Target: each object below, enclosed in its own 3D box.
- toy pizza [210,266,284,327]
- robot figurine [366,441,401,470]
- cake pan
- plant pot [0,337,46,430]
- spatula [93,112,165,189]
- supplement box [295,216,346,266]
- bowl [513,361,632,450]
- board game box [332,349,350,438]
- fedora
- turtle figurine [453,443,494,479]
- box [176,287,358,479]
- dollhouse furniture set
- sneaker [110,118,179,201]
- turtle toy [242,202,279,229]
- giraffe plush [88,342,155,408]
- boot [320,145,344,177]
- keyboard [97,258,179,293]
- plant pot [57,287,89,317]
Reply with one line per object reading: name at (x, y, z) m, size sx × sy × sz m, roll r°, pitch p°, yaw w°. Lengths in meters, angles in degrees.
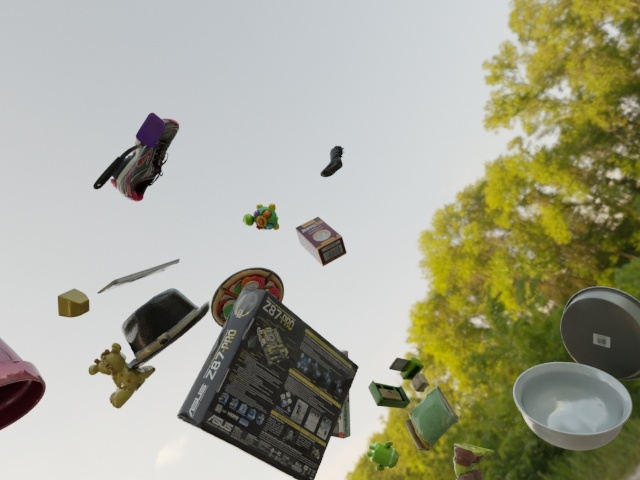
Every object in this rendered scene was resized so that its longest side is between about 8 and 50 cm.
toy pizza at (-0.182, 0.158, 1.368) m, size 0.201 × 0.032 × 0.201 m, roll -15°, pitch -54°, yaw -22°
robot figurine at (0.215, 0.735, 1.818) m, size 0.067 × 0.115 × 0.101 m, roll 84°, pitch -153°, yaw -80°
cake pan at (0.847, 0.284, 1.578) m, size 0.054 × 0.293 × 0.293 m, roll -17°, pitch -45°, yaw -34°
plant pot at (-0.731, 0.295, 1.143) m, size 0.201 × 0.180 × 0.201 m, roll -35°, pitch -23°, yaw -17°
spatula at (-0.584, -0.261, 1.612) m, size 0.296 × 0.030 × 0.084 m, roll -43°, pitch -28°, yaw 5°
supplement box at (0.000, 0.000, 1.911) m, size 0.104 × 0.188 × 0.081 m, roll -28°, pitch -54°, yaw -15°
bowl at (0.692, 0.479, 1.474) m, size 0.298 × 0.298 × 0.134 m, roll -32°, pitch -59°, yaw -42°
board game box at (0.016, 0.553, 1.948) m, size 0.053 × 0.193 × 0.305 m, roll 5°, pitch -98°, yaw -53°
fedora at (-0.532, 0.266, 1.748) m, size 0.334 × 0.152 × 0.334 m, roll -36°, pitch 6°, yaw 4°
turtle figurine at (0.274, 0.496, 0.987) m, size 0.269 × 0.087 × 0.217 m, roll 25°, pitch -109°, yaw -41°
box at (-0.097, 0.344, 1.231) m, size 0.395 × 0.097 × 0.318 m, roll 45°, pitch -120°, yaw -37°
dollhouse furniture set at (0.338, 0.601, 1.974) m, size 0.151 × 0.301 × 0.197 m, roll 19°, pitch -66°, yaw -31°
sneaker at (-0.542, -0.260, 1.710) m, size 0.299 × 0.112 × 0.121 m, roll -52°, pitch -18°, yaw 11°
turtle toy at (-0.201, -0.073, 1.799) m, size 0.066 × 0.130 × 0.095 m, roll -44°, pitch -51°, yaw -58°
giraffe plush at (-0.669, 0.438, 1.769) m, size 0.181 × 0.170 × 0.210 m, roll -49°, pitch 5°, yaw -29°
boot at (0.046, -0.317, 2.116) m, size 0.045 × 0.099 × 0.121 m, roll 25°, pitch -40°, yaw -36°
keyboard at (-0.467, 0.090, 1.385) m, size 0.072 × 0.014 × 0.256 m, roll -26°, pitch -1°, yaw 24°
plant pot at (-0.868, 0.229, 1.884) m, size 0.081 × 0.083 × 0.081 m, roll -37°, pitch -42°, yaw -64°
